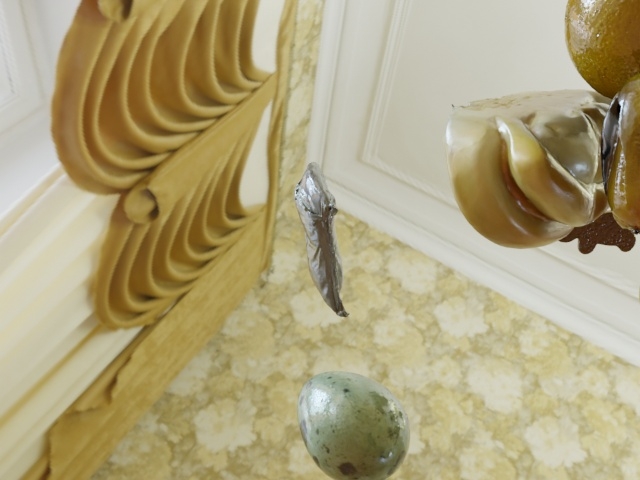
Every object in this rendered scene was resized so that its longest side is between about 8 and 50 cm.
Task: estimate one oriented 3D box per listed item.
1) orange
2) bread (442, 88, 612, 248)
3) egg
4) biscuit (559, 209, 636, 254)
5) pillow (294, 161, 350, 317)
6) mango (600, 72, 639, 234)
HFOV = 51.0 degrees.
[{"bbox_3d":[0.543,-0.367,1.117,0.274,0.274,0.274,24,-39,22],"label":"orange"},{"bbox_3d":[0.416,-0.173,1.265,0.329,0.424,0.245,59,-41,9],"label":"bread"},{"bbox_3d":[0.049,0.314,1.155,0.228,0.177,0.177,36,-33,38],"label":"egg"},{"bbox_3d":[0.644,-0.034,1.581,0.205,0.031,0.138,-2,-67,-1],"label":"biscuit"},{"bbox_3d":[0.000,0.000,1.124,0.169,0.059,0.255,-114,-167,-52],"label":"pillow"},{"bbox_3d":[0.503,-0.130,1.003,0.151,0.156,0.248,0,-87,31],"label":"mango"}]
